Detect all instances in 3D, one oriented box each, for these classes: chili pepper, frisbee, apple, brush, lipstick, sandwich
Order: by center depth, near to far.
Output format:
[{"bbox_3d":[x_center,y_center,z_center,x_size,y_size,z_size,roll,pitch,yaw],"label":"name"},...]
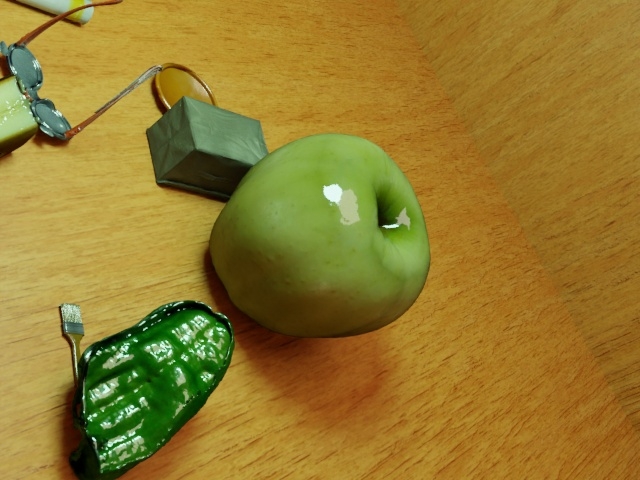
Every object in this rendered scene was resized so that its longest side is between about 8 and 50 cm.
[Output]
[{"bbox_3d":[-0.315,0.256,1.583,0.213,0.167,0.385,41,46,4],"label":"chili pepper"},{"bbox_3d":[-0.624,-0.198,1.597,0.122,0.128,0.236,57,35,-6],"label":"sandwich"},{"bbox_3d":[-0.439,0.190,1.606,0.043,0.014,0.170,14,54,-47],"label":"brush"},{"bbox_3d":[-0.618,-0.534,1.935,0.264,0.059,0.059,12,54,-47],"label":"lipstick"},{"bbox_3d":[0.000,0.000,1.938,0.474,0.474,0.473,31,42,-32],"label":"apple"},{"bbox_3d":[-0.325,-0.341,2.157,0.192,0.035,0.192,32,42,-33],"label":"frisbee"}]

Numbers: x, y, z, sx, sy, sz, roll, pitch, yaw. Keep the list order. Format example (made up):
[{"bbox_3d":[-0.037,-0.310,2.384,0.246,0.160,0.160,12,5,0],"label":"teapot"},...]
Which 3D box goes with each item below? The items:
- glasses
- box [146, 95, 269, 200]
[{"bbox_3d":[-0.482,-0.355,1.783,0.234,0.268,0.118,61,16,9],"label":"glasses"},{"bbox_3d":[-0.251,-0.202,2.035,0.231,0.149,0.155,14,52,-45],"label":"box"}]
